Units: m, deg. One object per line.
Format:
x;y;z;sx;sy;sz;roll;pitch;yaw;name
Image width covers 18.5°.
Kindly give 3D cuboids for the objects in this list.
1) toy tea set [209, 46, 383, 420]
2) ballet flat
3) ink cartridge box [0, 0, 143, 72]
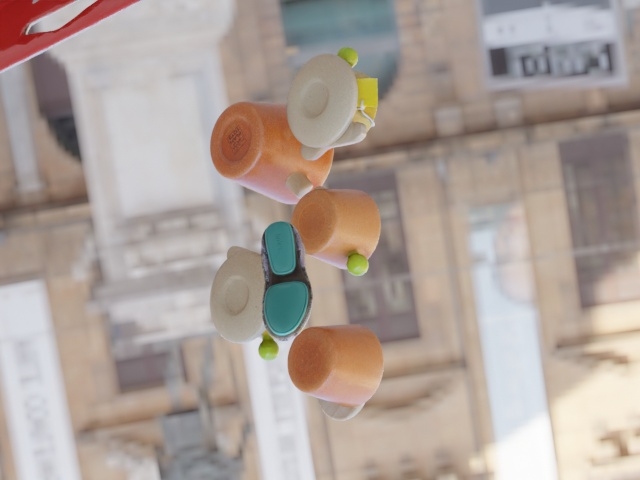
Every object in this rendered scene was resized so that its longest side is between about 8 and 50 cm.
0.000;0.000;1.806;0.200;0.336;0.124;-10;165;43;toy tea set
-0.025;0.038;1.521;0.041;0.041;0.114;-8;-129;6;ballet flat
-0.188;-0.249;1.532;0.296;0.066;0.261;-22;-148;29;ink cartridge box
